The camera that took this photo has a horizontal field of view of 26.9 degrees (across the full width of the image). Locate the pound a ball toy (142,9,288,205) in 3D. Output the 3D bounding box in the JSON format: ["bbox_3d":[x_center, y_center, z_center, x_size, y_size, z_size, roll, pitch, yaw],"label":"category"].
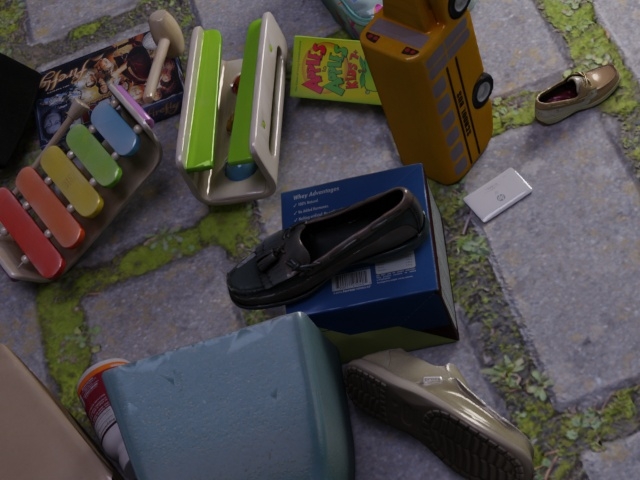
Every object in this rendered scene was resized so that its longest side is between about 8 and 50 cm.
[{"bbox_3d":[-0.157,-0.204,1.999,0.208,0.136,0.319,-9,53,16],"label":"pound a ball toy"}]

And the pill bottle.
[{"bbox_3d":[-0.255,0.234,1.755,0.086,0.086,0.152,-32,53,-5],"label":"pill bottle"}]

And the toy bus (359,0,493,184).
[{"bbox_3d":[0.142,-0.230,1.790,0.108,0.332,0.130,28,68,32],"label":"toy bus"}]

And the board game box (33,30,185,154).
[{"bbox_3d":[-0.337,-0.236,2.139,0.243,0.042,0.165,-21,53,4],"label":"board game box"}]

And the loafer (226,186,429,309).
[{"bbox_3d":[0.000,0.000,1.660,0.267,0.084,0.096,-22,54,4],"label":"loafer"}]

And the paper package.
[{"bbox_3d":[-0.421,0.349,1.680,0.325,0.168,0.309,-41,54,-11],"label":"paper package"}]

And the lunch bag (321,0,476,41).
[{"bbox_3d":[0.104,-0.427,2.082,0.224,0.108,0.279,-30,52,-3],"label":"lunch bag"}]

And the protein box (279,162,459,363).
[{"bbox_3d":[0.062,0.033,1.756,0.200,0.136,0.201,-12,54,11],"label":"protein box"}]

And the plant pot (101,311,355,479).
[{"bbox_3d":[-0.081,0.259,1.591,0.247,0.248,0.252,-18,72,6],"label":"plant pot"}]

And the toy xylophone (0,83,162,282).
[{"bbox_3d":[-0.376,-0.089,1.986,0.236,0.081,0.322,36,91,36],"label":"toy xylophone"}]

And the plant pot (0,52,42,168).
[{"bbox_3d":[-0.570,-0.198,2.096,0.188,0.187,0.167,-10,71,29],"label":"plant pot"}]

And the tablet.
[{"bbox_3d":[0.244,-0.063,1.845,0.083,0.006,0.054,-34,53,-6],"label":"tablet"}]

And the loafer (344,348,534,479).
[{"bbox_3d":[0.154,0.202,1.630,0.268,0.102,0.092,30,49,26],"label":"loafer"}]

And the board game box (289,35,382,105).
[{"bbox_3d":[0.047,-0.251,1.990,0.181,0.043,0.092,8,99,23],"label":"board game box"}]

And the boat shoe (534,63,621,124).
[{"bbox_3d":[0.362,-0.212,1.884,0.135,0.045,0.050,-32,53,-5],"label":"boat shoe"}]
